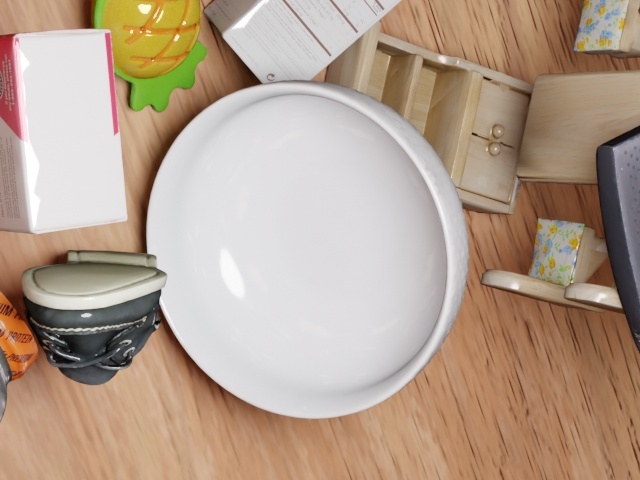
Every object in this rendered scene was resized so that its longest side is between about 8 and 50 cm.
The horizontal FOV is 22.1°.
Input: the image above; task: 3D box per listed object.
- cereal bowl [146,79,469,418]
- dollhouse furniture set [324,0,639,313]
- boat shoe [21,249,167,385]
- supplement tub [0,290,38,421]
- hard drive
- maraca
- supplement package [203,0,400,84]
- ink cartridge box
[{"bbox_3d":[0.000,0.000,1.667,0.141,0.339,0.339,-28,112,-63],"label":"cereal bowl"},{"bbox_3d":[0.210,-0.126,1.726,0.256,0.394,0.362,15,85,-33],"label":"dollhouse furniture set"},{"bbox_3d":[-0.209,0.075,1.516,0.127,0.340,0.113,3,94,-7],"label":"boat shoe"},{"bbox_3d":[-0.423,0.160,1.436,0.338,0.207,0.207,-45,116,-22],"label":"supplement tub"},{"bbox_3d":[0.346,-0.001,1.559,0.172,0.054,0.255,-26,111,-26],"label":"hard drive"},{"bbox_3d":[-0.169,-0.211,1.650,0.127,0.099,0.186,-40,140,-22],"label":"maraca"},{"bbox_3d":[-0.015,-0.248,1.703,0.179,0.105,0.105,-41,116,2],"label":"supplement package"},{"bbox_3d":[-0.281,-0.100,1.495,0.100,0.237,0.172,-9,98,-36],"label":"ink cartridge box"}]
